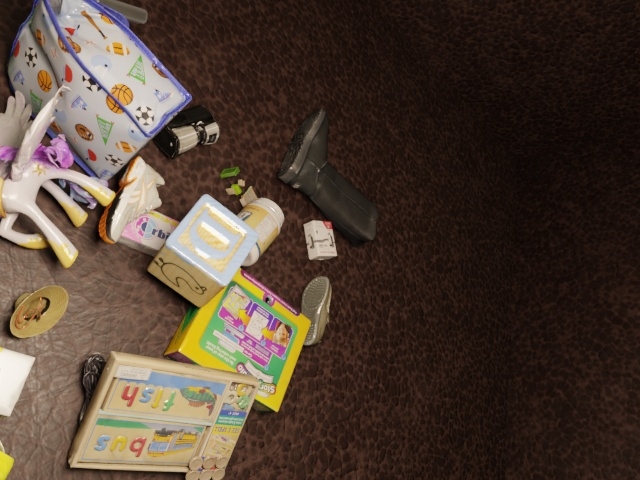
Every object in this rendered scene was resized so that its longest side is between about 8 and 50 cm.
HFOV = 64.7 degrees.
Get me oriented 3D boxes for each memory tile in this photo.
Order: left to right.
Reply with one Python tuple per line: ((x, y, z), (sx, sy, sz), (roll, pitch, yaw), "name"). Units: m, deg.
((-0.307, 0.632, 1.327), (0.113, 0.012, 0.148), (13, 96, -36), "memory tile")

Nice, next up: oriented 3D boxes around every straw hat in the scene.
((-0.669, 0.152, 1.174), (0.061, 0.145, 0.144), (27, 44, 19), "straw hat")

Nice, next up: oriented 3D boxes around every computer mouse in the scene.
((-0.464, 0.378, 1.286), (0.272, 0.072, 0.189), (5, 79, -32), "computer mouse")

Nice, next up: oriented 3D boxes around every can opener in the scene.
((-0.661, -0.688, 1.506), (0.280, 0.074, 0.093), (-7, 114, -43), "can opener")

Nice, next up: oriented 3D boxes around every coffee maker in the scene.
((-0.423, -0.354, 1.557), (0.178, 0.120, 0.171), (-35, 99, -45), "coffee maker")

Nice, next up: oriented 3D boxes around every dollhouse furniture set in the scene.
((-0.275, -0.169, 1.697), (0.152, 0.058, 0.076), (64, 34, -32), "dollhouse furniture set")

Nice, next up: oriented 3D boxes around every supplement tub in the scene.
((-0.217, -0.031, 1.614), (0.144, 0.144, 0.200), (51, 47, -17), "supplement tub")

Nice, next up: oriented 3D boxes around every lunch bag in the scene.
((-0.578, -0.393, 1.278), (0.385, 0.327, 0.239), (45, 44, -19), "lunch bag")

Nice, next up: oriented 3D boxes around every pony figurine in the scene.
((-0.675, -0.161, 1.172), (0.363, 0.302, 0.351), (45, 57, -40), "pony figurine")

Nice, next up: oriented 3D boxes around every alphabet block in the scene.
((-0.313, 0.031, 1.349), (0.192, 0.197, 0.193), (39, 52, -10), "alphabet block")

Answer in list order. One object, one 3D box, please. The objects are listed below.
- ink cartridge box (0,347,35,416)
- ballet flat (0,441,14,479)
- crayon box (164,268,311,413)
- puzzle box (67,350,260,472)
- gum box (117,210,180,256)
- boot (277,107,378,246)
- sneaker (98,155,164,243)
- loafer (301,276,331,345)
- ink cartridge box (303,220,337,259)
((-0.714, 0.281, 1.039), (0.176, 0.128, 0.128), (32, 55, -32), "ink cartridge box")
((-0.722, 0.405, 1.036), (0.231, 0.077, 0.077), (57, 25, -16), "ballet flat")
((-0.230, 0.288, 1.511), (0.363, 0.106, 0.313), (41, 52, -24), "crayon box")
((-0.373, 0.442, 1.264), (0.408, 0.052, 0.272), (22, 92, -37), "puzzle box")
((-0.490, -0.028, 1.413), (0.188, 0.062, 0.107), (28, 58, -34), "gum box")
((0.072, -0.242, 1.962), (0.445, 0.146, 0.367), (37, 59, -25), "boot")
((-0.483, -0.096, 1.333), (0.121, 0.099, 0.263), (35, 52, -33), "sneaker")
((-0.016, 0.247, 1.753), (0.087, 0.094, 0.251), (47, 53, -54), "loafer")
((0.000, 0.000, 1.869), (0.099, 0.056, 0.136), (1, 73, -44), "ink cartridge box")
